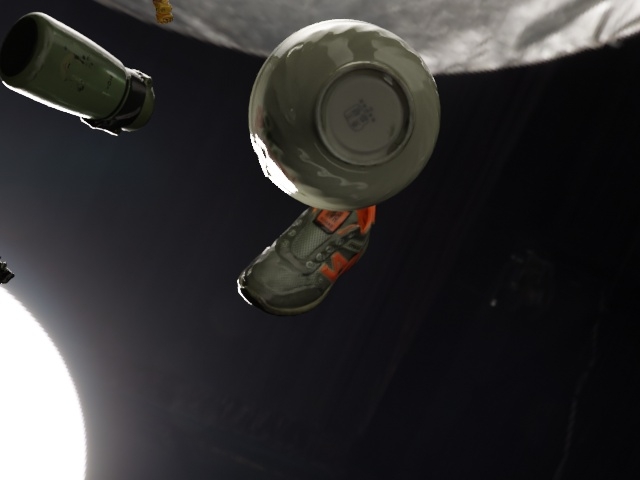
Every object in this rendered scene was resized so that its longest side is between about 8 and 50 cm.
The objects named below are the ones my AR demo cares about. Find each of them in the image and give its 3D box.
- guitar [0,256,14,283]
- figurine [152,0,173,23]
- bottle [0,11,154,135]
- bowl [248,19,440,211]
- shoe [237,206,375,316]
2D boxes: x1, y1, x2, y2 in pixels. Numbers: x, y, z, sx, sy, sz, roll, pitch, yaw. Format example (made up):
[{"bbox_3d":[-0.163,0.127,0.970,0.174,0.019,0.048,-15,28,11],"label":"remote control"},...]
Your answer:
[{"bbox_3d":[-0.528,-0.014,1.400,0.271,0.083,0.038,36,147,37],"label":"guitar"},{"bbox_3d":[-0.281,-0.486,1.605,0.240,0.115,0.175,65,162,11],"label":"figurine"},{"bbox_3d":[-0.504,-0.342,2.036,0.168,0.169,0.347,29,-177,41],"label":"bottle"},{"bbox_3d":[0.046,-0.170,1.307,0.277,0.277,0.145,25,180,-14],"label":"bowl"},{"bbox_3d":[0.000,0.000,1.638,0.132,0.171,0.336,39,-138,14],"label":"shoe"}]
